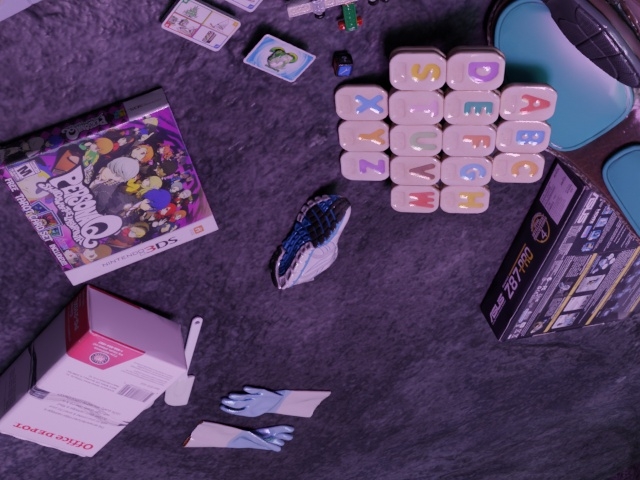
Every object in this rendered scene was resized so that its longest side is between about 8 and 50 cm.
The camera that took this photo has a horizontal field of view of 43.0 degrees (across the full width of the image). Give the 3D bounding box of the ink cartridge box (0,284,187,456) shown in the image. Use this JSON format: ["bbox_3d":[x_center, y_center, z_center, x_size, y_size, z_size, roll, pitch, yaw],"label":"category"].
[{"bbox_3d":[-0.340,0.199,1.198,0.237,0.100,0.172,-42,131,20],"label":"ink cartridge box"}]

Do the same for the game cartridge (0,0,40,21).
[{"bbox_3d":[-0.388,-0.254,0.716,0.297,0.062,0.198,-27,145,2],"label":"game cartridge"}]

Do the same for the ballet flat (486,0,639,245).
[{"bbox_3d":[0.401,-0.155,1.108,0.164,0.182,0.483,-35,102,36],"label":"ballet flat"}]

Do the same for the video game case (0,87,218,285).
[{"bbox_3d":[-0.256,-0.059,1.012,0.210,0.042,0.232,-22,141,-7],"label":"video game case"}]

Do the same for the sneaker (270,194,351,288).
[{"bbox_3d":[0.000,0.000,1.205,0.083,0.071,0.191,1,143,-38],"label":"sneaker"}]

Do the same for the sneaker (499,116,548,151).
[{"bbox_3d":[0.358,-0.151,1.196,0.212,0.094,0.080,10,131,-36],"label":"sneaker"}]

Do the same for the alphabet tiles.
[{"bbox_3d":[0.161,-0.136,1.074,0.277,0.021,0.284,2,140,7],"label":"alphabet tiles"}]

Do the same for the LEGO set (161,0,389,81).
[{"bbox_3d":[-0.030,-0.269,0.914,0.244,0.060,0.182,16,138,-38],"label":"LEGO set"}]

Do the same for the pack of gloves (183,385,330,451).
[{"bbox_3d":[-0.114,0.355,1.552,0.232,0.046,0.195,12,129,-38],"label":"pack of gloves"}]

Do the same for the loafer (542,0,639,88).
[{"bbox_3d":[0.299,-0.290,0.927,0.267,0.096,0.084,41,90,-10],"label":"loafer"}]

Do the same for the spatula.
[{"bbox_3d":[-0.279,0.213,1.324,0.168,0.019,0.242,-3,136,-24],"label":"spatula"}]

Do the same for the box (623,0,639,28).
[{"bbox_3d":[0.575,-0.342,1.075,0.311,0.121,0.148,-31,140,7],"label":"box"}]

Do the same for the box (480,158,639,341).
[{"bbox_3d":[0.497,0.009,1.451,0.318,0.097,0.395,-6,137,-20],"label":"box"}]
